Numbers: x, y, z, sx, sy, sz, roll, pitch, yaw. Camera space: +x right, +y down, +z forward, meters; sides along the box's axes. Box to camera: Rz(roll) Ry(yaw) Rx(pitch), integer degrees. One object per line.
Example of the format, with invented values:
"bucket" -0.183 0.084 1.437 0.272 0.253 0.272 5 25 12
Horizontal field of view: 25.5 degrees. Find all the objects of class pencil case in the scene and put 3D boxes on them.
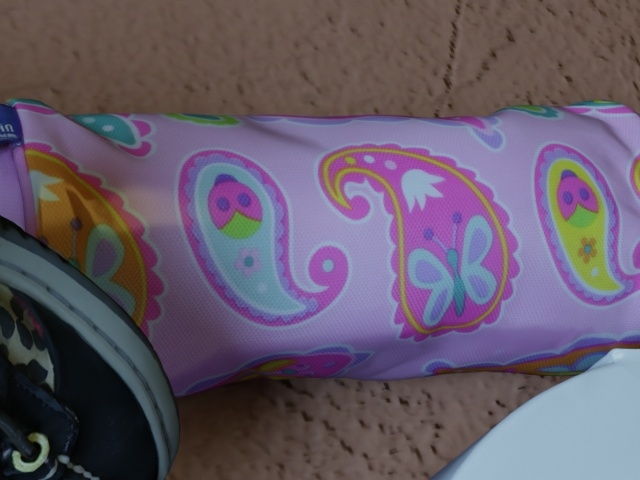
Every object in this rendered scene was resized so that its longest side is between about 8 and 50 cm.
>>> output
"pencil case" 0.000 0.000 0.543 0.284 0.124 0.124 -1 62 -24

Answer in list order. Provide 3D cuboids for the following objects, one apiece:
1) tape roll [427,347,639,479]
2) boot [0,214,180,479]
"tape roll" 0.099 0.180 0.449 0.246 0.169 0.246 11 57 -18
"boot" -0.120 0.069 0.303 0.085 0.236 0.178 10 64 22
